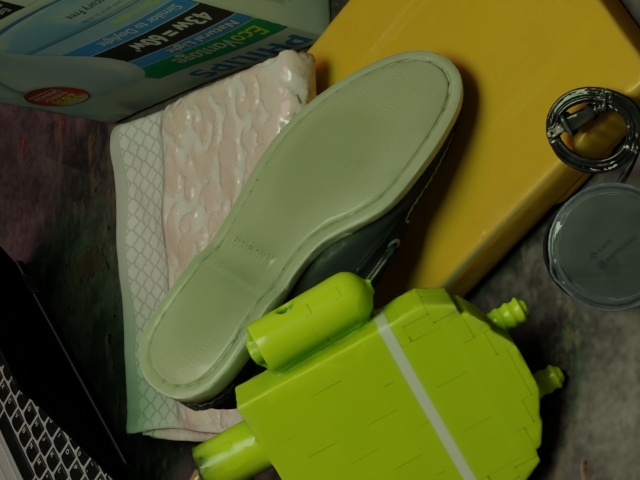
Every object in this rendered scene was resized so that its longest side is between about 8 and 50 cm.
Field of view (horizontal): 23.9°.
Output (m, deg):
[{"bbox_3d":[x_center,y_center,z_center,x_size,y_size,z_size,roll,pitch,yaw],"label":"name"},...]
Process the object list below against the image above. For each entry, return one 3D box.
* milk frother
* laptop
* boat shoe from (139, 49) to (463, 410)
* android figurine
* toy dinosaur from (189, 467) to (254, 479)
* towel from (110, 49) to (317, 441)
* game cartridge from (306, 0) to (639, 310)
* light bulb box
[{"bbox_3d":[0.193,-0.032,1.037,0.129,0.135,0.143,-42,85,4],"label":"milk frother"},{"bbox_3d":[-0.362,0.170,1.555,0.408,0.236,0.382,-57,46,24],"label":"laptop"},{"bbox_3d":[0.002,0.002,1.202,0.127,0.113,0.340,32,82,34],"label":"boat shoe"},{"bbox_3d":[0.050,0.140,1.132,0.273,0.248,0.056,-31,17,2],"label":"android figurine"},{"bbox_3d":[-0.045,0.332,1.203,0.127,0.200,0.295,-34,60,39],"label":"toy dinosaur"},{"bbox_3d":[-0.097,0.020,1.386,0.317,0.053,0.331,-12,79,53],"label":"towel"},{"bbox_3d":[0.106,-0.116,1.241,0.323,0.053,0.285,-46,52,29],"label":"game cartridge"},{"bbox_3d":[-0.239,-0.277,1.411,0.358,0.361,0.225,-15,74,45],"label":"light bulb box"}]
